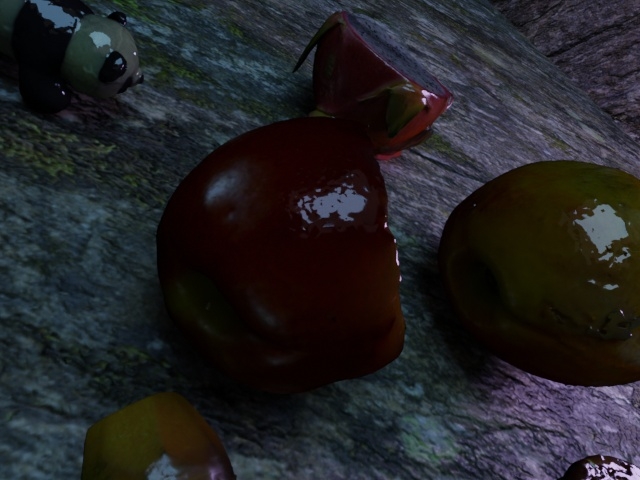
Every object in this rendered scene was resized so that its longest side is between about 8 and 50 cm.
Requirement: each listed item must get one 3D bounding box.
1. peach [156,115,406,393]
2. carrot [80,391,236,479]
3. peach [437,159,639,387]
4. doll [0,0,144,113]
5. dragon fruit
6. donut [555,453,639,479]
[{"bbox_3d":[0.000,0.000,0.513,0.281,0.281,0.338,47,42,13],"label":"peach"},{"bbox_3d":[-0.082,0.259,0.320,0.114,0.114,0.302,-8,60,-40],"label":"carrot"},{"bbox_3d":[0.357,0.035,0.697,0.371,0.290,0.373,6,19,-2],"label":"peach"},{"bbox_3d":[-0.347,-0.257,0.610,0.234,0.135,0.144,30,42,-13],"label":"doll"},{"bbox_3d":[0.093,-0.280,0.913,0.290,0.189,0.291,27,35,-21],"label":"dragon fruit"},{"bbox_3d":[0.333,0.363,0.524,0.215,0.096,0.231,16,45,-18],"label":"donut"}]
